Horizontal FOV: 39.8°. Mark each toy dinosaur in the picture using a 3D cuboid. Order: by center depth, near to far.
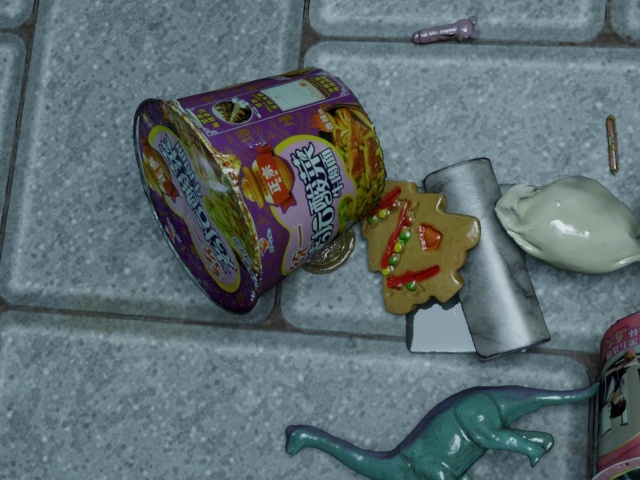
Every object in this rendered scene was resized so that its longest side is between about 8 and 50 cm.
[{"bbox_3d":[0.170,0.263,1.333,0.331,0.129,0.383,38,87,22],"label":"toy dinosaur"}]

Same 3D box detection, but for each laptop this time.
[{"bbox_3d":[0.228,0.043,1.393,0.188,0.015,0.269,-1,80,9],"label":"laptop"}]

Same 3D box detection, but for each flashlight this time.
[{"bbox_3d":[0.207,-0.341,1.457,0.110,0.031,0.052,-8,55,11],"label":"flashlight"}]

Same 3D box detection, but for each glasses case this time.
[{"bbox_3d":[0.251,0.027,1.352,0.114,0.060,0.299,-19,77,10],"label":"glasses case"}]

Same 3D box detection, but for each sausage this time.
[{"bbox_3d":[0.460,-0.151,1.390,0.015,0.015,0.100,-2,80,9],"label":"sausage"}]

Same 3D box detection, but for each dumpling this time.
[{"bbox_3d":[0.382,-0.028,1.319,0.250,0.162,0.132,10,126,3],"label":"dumpling"}]

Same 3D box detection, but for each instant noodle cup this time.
[{"bbox_3d":[0.468,0.234,1.179,0.244,0.244,0.255,2,49,10],"label":"instant noodle cup"},{"bbox_3d":[-0.078,-0.095,1.297,0.266,0.340,0.340,-27,75,-26],"label":"instant noodle cup"}]

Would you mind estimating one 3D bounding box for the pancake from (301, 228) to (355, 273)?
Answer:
[{"bbox_3d":[0.000,0.000,1.440,0.115,0.011,0.115,-1,79,7],"label":"pancake"}]

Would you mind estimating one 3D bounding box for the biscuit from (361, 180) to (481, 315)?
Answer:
[{"bbox_3d":[0.136,-0.005,1.367,0.212,0.041,0.238,-51,61,29],"label":"biscuit"}]
